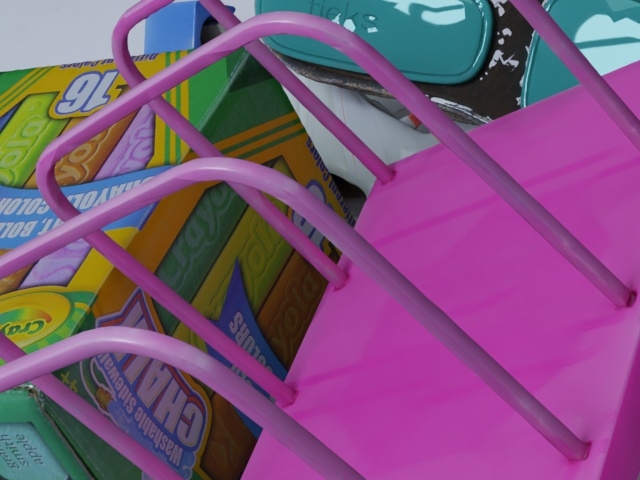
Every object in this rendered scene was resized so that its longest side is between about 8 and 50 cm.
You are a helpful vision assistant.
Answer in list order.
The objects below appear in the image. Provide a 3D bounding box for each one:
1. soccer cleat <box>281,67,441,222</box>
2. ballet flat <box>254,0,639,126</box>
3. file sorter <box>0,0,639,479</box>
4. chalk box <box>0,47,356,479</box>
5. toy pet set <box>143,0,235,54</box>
[{"bbox_3d":[0.004,-0.058,0.956,0.076,0.068,0.196,-39,39,-9],"label":"soccer cleat"},{"bbox_3d":[0.117,-0.098,0.877,0.316,0.107,0.106,24,14,23],"label":"ballet flat"},{"bbox_3d":[0.000,0.000,0.621,0.202,0.182,0.290,-22,34,44],"label":"file sorter"},{"bbox_3d":[-0.118,0.070,0.778,0.179,0.180,0.289,-3,44,32],"label":"chalk box"},{"bbox_3d":[-0.051,-0.136,1.089,0.114,0.065,0.122,0,44,34],"label":"toy pet set"}]
